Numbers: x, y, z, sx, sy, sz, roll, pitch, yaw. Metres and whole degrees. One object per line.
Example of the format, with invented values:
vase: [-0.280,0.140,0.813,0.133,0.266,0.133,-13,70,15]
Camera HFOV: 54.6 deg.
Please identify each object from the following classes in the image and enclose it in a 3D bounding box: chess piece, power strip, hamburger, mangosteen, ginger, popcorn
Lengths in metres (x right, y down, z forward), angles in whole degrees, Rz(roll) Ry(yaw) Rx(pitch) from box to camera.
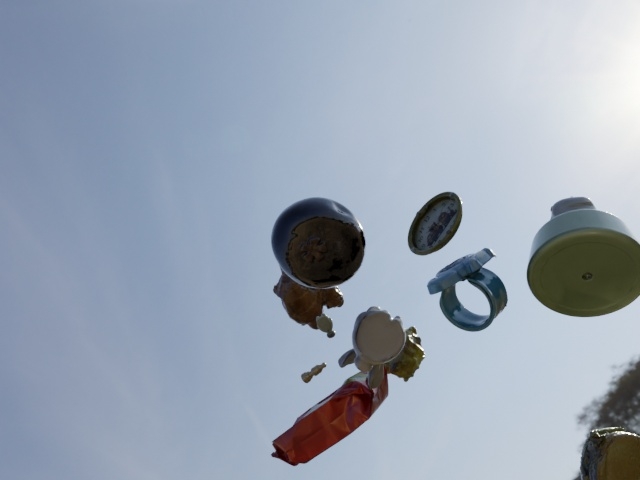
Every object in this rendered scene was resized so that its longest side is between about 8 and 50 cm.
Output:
chess piece: [-0.017,0.408,1.934,0.092,0.035,0.035,-39,-30,23]
power strip: [0.020,0.272,1.979,0.055,0.083,0.035,-32,-3,19]
hamburger: [0.739,0.576,1.533,0.189,0.215,0.122,1,-15,-12]
mangosteen: [0.000,0.000,1.790,0.275,0.275,0.302,-44,4,15]
ginger: [-0.043,0.176,2.410,0.274,0.152,0.357,1,-87,-25]
popcorn: [0.252,0.358,1.956,0.173,0.173,0.142,-36,-34,2]

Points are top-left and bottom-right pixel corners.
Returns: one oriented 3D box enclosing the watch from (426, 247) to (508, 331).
watch: [0.417,0.144,1.700,0.211,0.193,0.211,-29,1,1]

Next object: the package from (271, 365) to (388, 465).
package: [0.042,0.515,1.831,0.423,0.123,0.196,-42,-7,23]

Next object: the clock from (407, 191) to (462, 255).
clock: [0.377,-0.047,1.991,0.057,0.237,0.237,30,-65,-25]

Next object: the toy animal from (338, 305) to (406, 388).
toy animal: [0.130,0.251,1.503,0.178,0.127,0.193,-63,-4,-20]

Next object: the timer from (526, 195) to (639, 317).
timer: [0.697,0.000,1.671,0.291,0.315,0.291,6,-52,8]
